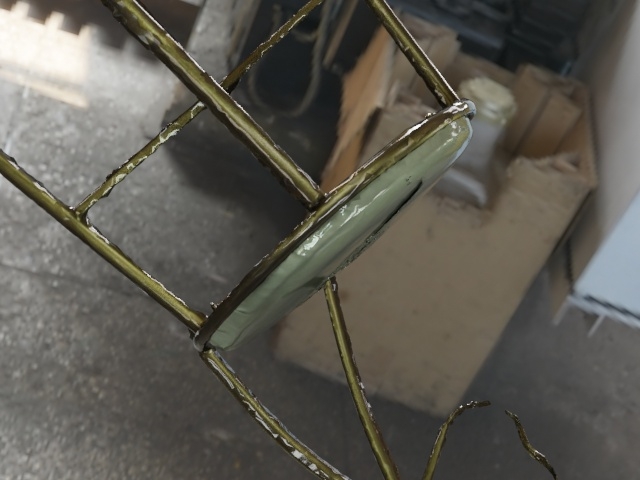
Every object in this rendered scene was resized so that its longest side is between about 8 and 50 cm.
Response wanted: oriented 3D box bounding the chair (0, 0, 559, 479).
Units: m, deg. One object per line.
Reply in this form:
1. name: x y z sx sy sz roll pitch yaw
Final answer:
1. chair: 0.000 0.000 0.518 0.325 0.170 0.160 49 47 3
